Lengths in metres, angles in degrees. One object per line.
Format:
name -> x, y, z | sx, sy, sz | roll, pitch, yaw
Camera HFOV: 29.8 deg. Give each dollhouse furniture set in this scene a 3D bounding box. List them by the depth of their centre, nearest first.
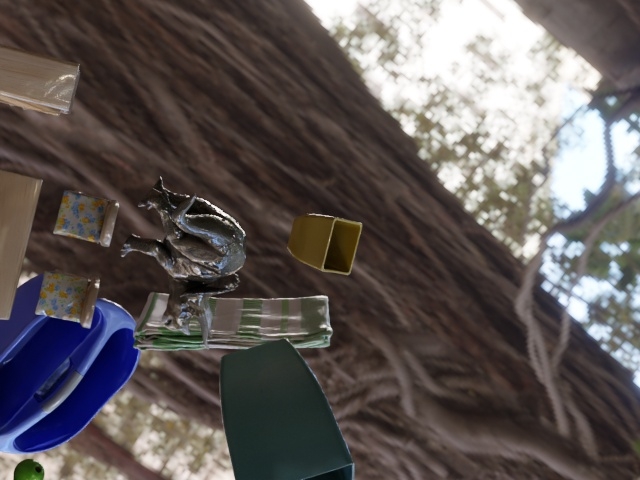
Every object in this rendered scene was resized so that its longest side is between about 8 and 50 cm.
dollhouse furniture set -> -0.477, -0.082, 1.770 | 0.256, 0.362, 0.394 | -154, -102, -80

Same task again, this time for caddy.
caddy -> -0.477, 0.224, 2.129 | 0.341, 0.241, 0.179 | -47, -140, 5

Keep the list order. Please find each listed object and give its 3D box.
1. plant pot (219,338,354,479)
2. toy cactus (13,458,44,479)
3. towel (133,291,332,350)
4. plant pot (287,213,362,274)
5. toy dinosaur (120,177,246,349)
plant pot -> -0.063, 0.278, 1.768 | 0.166, 0.165, 0.234 | 88, -15, -57
toy cactus -> -0.336, 0.304, 1.137 | 0.219, 0.180, 0.112 | -38, -173, -15
towel -> -0.145, 0.133, 2.053 | 0.248, 0.325, 0.038 | -97, -174, -76
plant pot -> 0.000, 0.000, 1.797 | 0.083, 0.081, 0.081 | 16, -87, 34
toy dinosaur -> -0.148, -0.002, 1.470 | 0.121, 0.160, 0.313 | -63, -175, -33
